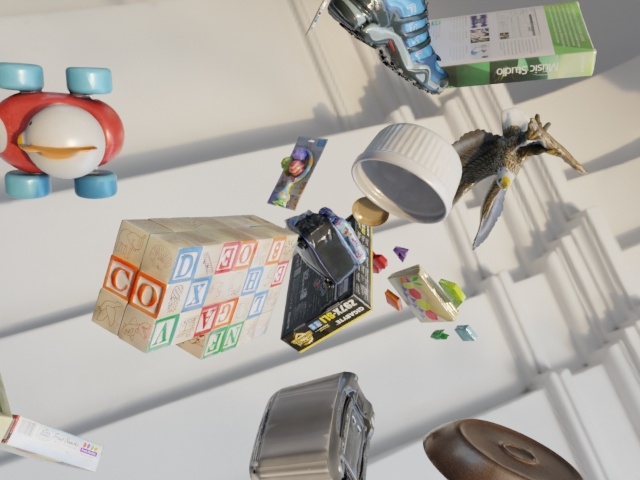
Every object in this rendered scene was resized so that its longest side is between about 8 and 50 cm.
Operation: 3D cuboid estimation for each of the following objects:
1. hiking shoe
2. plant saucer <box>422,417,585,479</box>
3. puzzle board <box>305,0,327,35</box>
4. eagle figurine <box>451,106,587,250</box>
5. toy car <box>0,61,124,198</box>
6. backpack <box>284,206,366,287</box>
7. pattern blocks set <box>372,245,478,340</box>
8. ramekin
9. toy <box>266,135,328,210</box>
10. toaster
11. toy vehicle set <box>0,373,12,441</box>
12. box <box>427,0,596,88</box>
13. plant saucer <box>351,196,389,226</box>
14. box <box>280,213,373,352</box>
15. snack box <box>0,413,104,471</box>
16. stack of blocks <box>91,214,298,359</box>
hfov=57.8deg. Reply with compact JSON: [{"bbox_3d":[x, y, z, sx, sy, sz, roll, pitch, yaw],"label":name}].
[{"bbox_3d":[0.153,-0.357,0.990,0.132,0.304,0.113,-52,-131,13],"label":"hiking shoe"},{"bbox_3d":[0.212,0.247,0.635,0.198,0.199,0.036,31,-76,62],"label":"plant saucer"},{"bbox_3d":[0.006,-0.549,1.351,0.128,0.011,0.096,-67,-170,-28],"label":"puzzle board"},{"bbox_3d":[0.391,-0.149,1.306,0.298,0.225,0.226,-41,-108,33],"label":"eagle figurine"},{"bbox_3d":[-0.419,-0.159,0.906,0.238,0.210,0.219,-134,-135,-66],"label":"toy car"},{"bbox_3d":[0.000,0.000,1.282,0.158,0.117,0.173,56,-9,-29],"label":"backpack"},{"bbox_3d":[0.267,0.143,1.534,0.285,0.026,0.325,-3,-54,53],"label":"pattern blocks set"},{"bbox_3d":[0.174,-0.134,1.128,0.207,0.109,0.207,27,-19,10],"label":"ramekin"},{"bbox_3d":[-0.083,-0.213,1.729,0.137,0.056,0.237,16,-98,45],"label":"toy"},{"bbox_3d":[-0.009,0.306,0.859,0.227,0.146,0.129,-75,144,-54],"label":"toaster"},{"bbox_3d":[-0.392,0.093,0.528,0.267,0.166,0.035,28,-89,50],"label":"toy vehicle set"},{"bbox_3d":[0.380,-0.406,1.207,0.232,0.322,0.058,-76,157,-44],"label":"box"},{"bbox_3d":[0.111,-0.067,1.268,0.015,0.083,0.083,-69,168,-47],"label":"plant saucer"},{"bbox_3d":[0.021,0.104,1.524,0.257,0.079,0.322,-34,-149,29],"label":"box"},{"bbox_3d":[-0.361,0.252,0.728,0.141,0.100,0.037,50,46,-47],"label":"snack box"},{"bbox_3d":[-0.153,0.062,0.771,0.087,0.297,0.171,24,-78,20],"label":"stack of blocks"}]
